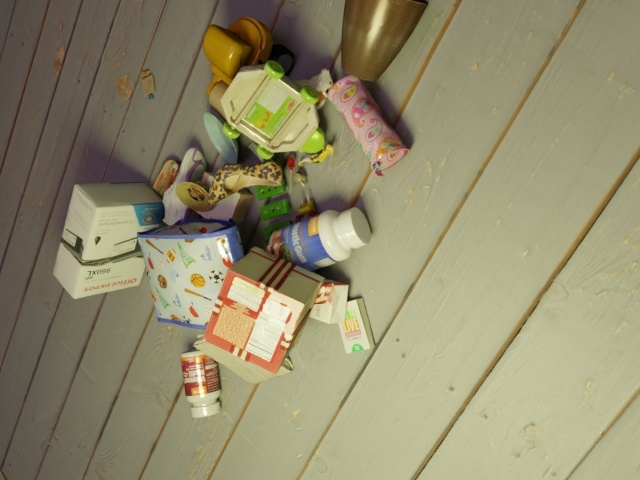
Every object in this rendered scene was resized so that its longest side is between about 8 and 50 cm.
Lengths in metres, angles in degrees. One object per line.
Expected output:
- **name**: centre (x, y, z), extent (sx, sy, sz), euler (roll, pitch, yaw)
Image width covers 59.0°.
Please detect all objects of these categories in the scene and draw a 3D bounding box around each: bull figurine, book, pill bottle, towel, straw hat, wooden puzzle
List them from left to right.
- **wooden puzzle**: centre (-0.660, -0.595, 2.168), extent (0.079, 0.014, 0.116), euler (-5, 88, 39)
- **straw hat**: centre (-0.407, -0.164, 1.885), extent (0.145, 0.144, 0.061), euler (-5, 46, 35)
- **pill bottle**: centre (-0.410, 0.487, 1.951), extent (0.121, 0.121, 0.221), euler (-13, 83, 34)
- **towel**: centre (-0.241, 0.357, 1.772), extent (0.187, 0.282, 0.049), euler (-25, 36, 34)
- **bull figurine**: centre (-0.101, -0.410, 1.692), extent (0.310, 0.188, 0.101), euler (-43, 29, 35)
- **pill bottle**: centre (0.000, 0.000, 1.629), extent (0.272, 0.152, 0.152), euler (-21, 79, 28)
- **book**: centre (0.097, 0.250, 1.648), extent (0.096, 0.035, 0.144), euler (-22, 79, 39)

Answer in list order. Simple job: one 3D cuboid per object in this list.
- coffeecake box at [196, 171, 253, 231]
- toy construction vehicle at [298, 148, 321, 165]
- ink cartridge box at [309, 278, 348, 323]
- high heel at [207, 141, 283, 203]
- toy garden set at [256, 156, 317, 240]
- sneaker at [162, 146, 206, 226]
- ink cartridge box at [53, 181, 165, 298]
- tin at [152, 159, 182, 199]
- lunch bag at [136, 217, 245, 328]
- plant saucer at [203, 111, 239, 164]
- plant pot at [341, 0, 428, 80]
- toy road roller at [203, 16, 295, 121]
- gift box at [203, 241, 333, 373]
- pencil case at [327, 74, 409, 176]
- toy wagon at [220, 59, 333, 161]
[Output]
- **coffeecake box**: centre (-0.334, -0.130, 1.916), extent (0.186, 0.068, 0.142), euler (32, 109, 30)
- **toy construction vehicle**: centre (-0.030, -0.276, 1.721), extent (0.098, 0.035, 0.085), euler (-13, 84, 34)
- **ink cartridge box**: centre (-0.012, 0.169, 1.686), extent (0.198, 0.067, 0.115), euler (12, 97, 46)
- **high heel**: centre (-0.237, -0.167, 1.759), extent (0.261, 0.093, 0.186), euler (-45, 58, 10)
- **toy garden set**: centre (-0.105, -0.139, 1.771), extent (0.204, 0.049, 0.244), euler (-16, 81, 36)
- **sneaker**: centre (-0.493, -0.182, 1.990), extent (0.152, 0.114, 0.305), euler (17, 101, 25)
- **ink cartridge box**: centre (-0.774, -0.005, 2.075), extent (0.166, 0.286, 0.394), euler (40, 119, 27)
- **tin**: centre (-0.561, -0.212, 2.094), extent (0.106, 0.040, 0.189), euler (46, 116, 21)
- **lunch bag**: centre (-0.364, 0.101, 1.809), extent (0.386, 0.239, 0.327), euler (1, 109, 42)
- **plant saucer**: centre (-0.319, -0.345, 1.875), extent (0.195, 0.037, 0.195), euler (44, 157, 25)
- **plant pot**: centre (0.142, -0.556, 1.509), extent (0.215, 0.215, 0.230), euler (39, 124, 28)
- **toy road roller**: centre (-0.265, -0.527, 1.754), extent (0.202, 0.241, 0.329), euler (43, 114, 27)
- **gift box**: centre (-0.129, 0.165, 1.535), extent (0.255, 0.258, 0.276), euler (29, 107, 4)
- **pencil case**: centre (0.128, -0.319, 1.560), extent (0.124, 0.124, 0.284), euler (-38, 72, 29)
- **toy wagon**: centre (-0.114, -0.350, 1.633), extent (0.267, 0.344, 0.068), euler (-43, 24, 39)
